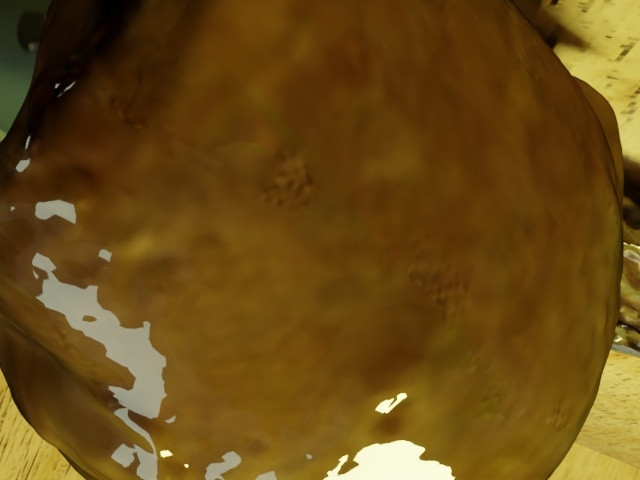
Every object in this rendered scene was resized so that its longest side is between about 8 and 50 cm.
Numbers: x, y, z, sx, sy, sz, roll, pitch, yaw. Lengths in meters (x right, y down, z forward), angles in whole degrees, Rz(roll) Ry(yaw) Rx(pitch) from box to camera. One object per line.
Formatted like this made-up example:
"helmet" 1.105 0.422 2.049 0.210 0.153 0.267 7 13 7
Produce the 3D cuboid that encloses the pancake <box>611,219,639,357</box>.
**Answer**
"pancake" 0.127 0.008 0.904 0.257 0.056 0.212 30 165 -6

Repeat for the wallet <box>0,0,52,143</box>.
"wallet" -0.148 -0.072 1.042 0.360 0.083 0.252 18 167 41

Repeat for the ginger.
"ginger" -0.001 0.004 0.628 0.223 0.200 0.269 25 173 -10
